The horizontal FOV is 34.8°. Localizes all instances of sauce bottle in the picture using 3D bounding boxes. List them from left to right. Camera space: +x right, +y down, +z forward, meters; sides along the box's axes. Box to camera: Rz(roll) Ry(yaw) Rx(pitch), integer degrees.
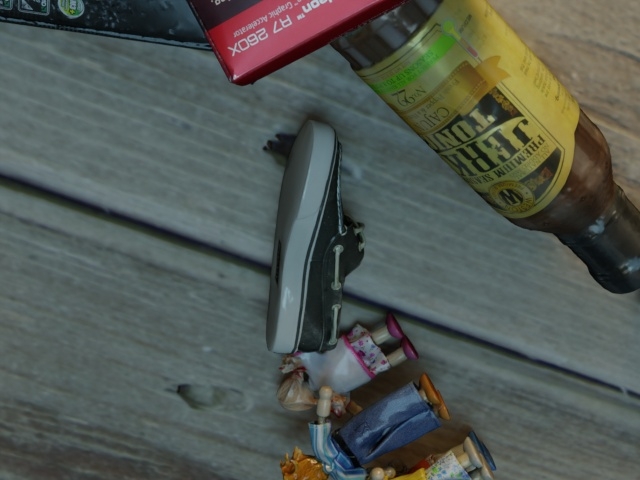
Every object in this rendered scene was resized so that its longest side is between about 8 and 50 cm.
[{"bbox_3d":[0.156,-0.085,0.816,0.344,0.111,0.111,40,108,-21],"label":"sauce bottle"}]

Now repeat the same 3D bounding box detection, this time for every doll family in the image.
[{"bbox_3d":[0.054,0.204,0.953,0.163,0.118,0.263,-31,114,9],"label":"doll family"}]

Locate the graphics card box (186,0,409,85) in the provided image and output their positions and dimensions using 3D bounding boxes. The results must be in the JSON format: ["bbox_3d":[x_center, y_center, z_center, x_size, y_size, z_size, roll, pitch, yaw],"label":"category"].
[{"bbox_3d":[-0.039,-0.311,0.636,0.233,0.094,0.370,-26,99,8],"label":"graphics card box"}]

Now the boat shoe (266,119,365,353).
[{"bbox_3d":[0.000,0.000,0.872,0.070,0.077,0.219,3,121,-13],"label":"boat shoe"}]

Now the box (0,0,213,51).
[{"bbox_3d":[-0.154,-0.244,0.744,0.184,0.045,0.190,9,117,-7],"label":"box"}]
